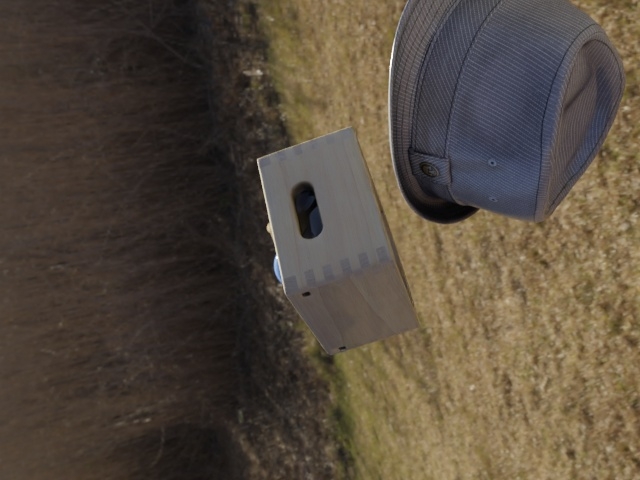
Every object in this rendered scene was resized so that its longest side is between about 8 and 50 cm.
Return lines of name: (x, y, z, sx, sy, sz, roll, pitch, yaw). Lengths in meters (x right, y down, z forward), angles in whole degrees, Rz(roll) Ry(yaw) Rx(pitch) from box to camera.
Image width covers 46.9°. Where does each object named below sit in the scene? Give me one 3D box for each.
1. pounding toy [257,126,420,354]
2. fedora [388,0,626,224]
pounding toy: (0.000, 0.000, 0.535, 0.130, 0.100, 0.141, 61, -168, -57)
fedora: (0.176, -0.118, 0.639, 0.124, 0.243, 0.276, 30, 146, 34)
